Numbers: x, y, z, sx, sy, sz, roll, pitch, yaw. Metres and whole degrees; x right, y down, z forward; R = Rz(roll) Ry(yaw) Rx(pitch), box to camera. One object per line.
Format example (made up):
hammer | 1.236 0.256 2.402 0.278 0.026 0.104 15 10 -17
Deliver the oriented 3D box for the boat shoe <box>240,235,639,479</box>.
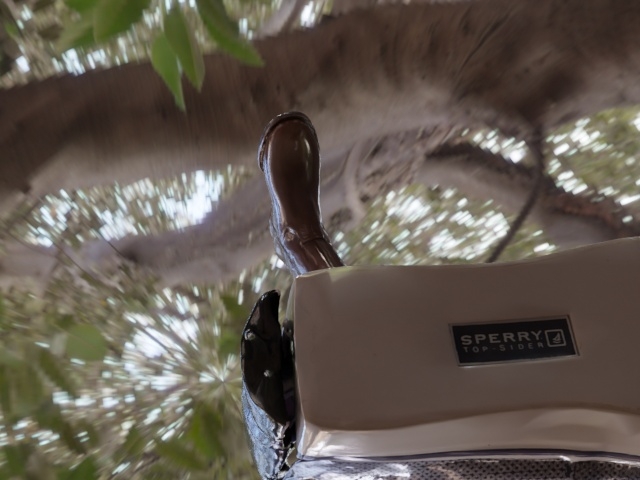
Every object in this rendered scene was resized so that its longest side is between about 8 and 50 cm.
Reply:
boat shoe | 0.119 0.087 0.913 0.340 0.158 0.127 2 -122 -9

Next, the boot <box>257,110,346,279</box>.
boot | 0.000 0.000 0.962 0.037 0.106 0.114 -15 -135 -11
